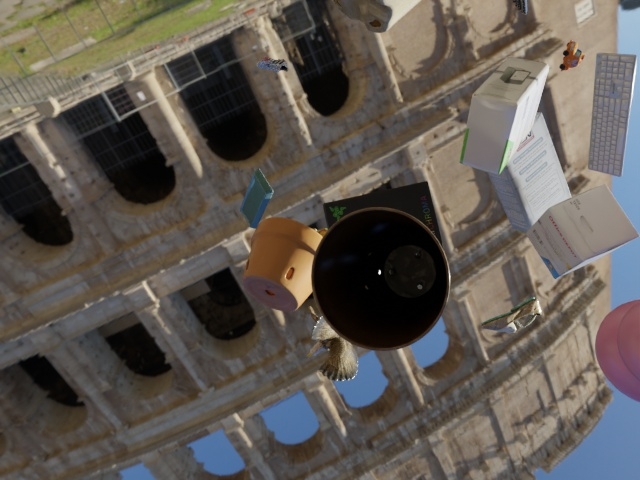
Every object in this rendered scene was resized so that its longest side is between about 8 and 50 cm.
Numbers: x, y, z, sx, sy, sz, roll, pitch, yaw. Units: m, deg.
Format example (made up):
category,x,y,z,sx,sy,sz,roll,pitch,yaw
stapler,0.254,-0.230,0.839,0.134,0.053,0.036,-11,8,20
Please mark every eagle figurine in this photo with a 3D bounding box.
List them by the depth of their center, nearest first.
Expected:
category,x,y,z,sx,sy,sz,roll,pitch,yaw
eagle figurine,0.044,0.364,1.700,0.225,0.226,0.298,-65,-173,-7

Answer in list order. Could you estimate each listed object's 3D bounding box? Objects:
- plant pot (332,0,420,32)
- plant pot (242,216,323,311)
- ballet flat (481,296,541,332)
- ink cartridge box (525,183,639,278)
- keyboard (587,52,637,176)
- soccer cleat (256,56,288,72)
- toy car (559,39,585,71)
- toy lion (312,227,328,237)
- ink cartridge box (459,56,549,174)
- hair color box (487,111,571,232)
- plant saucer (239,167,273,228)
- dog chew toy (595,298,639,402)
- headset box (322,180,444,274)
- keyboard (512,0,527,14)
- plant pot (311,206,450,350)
category,x,y,z,sx,sy,sz,roll,pitch,yaw
plant pot,0.148,-0.593,0.891,0.305,0.334,0.334,-48,-156,2
plant pot,-0.123,0.095,1.525,0.291,0.291,0.203,-4,-134,40
ballet flat,0.575,0.235,1.389,0.206,0.067,0.073,-23,168,-13
ink cartridge box,0.736,-0.019,1.338,0.168,0.171,0.233,-25,163,1
keyboard,0.579,-0.245,0.934,0.014,0.256,0.072,-30,-143,-15
soccer cleat,-0.116,-0.429,1.148,0.083,0.036,0.029,-12,155,-34
toy car,0.535,-0.394,0.976,0.040,0.060,0.122,21,-136,25
toy lion,0.000,0.000,1.767,0.096,0.034,0.100,23,-85,46
ink cartridge box,0.482,-0.332,1.226,0.114,0.198,0.273,23,-132,26
hair color box,0.675,-0.216,1.537,0.185,0.374,0.113,-39,-151,-6
plant saucer,-0.154,-0.091,1.091,0.018,0.067,0.192,-26,167,-27
dog chew toy,0.624,0.188,0.825,0.206,0.332,0.207,-6,-110,15
headset box,0.152,0.007,1.181,0.283,0.246,0.131,-11,171,5
keyboard,0.449,-0.683,1.145,0.033,0.201,0.317,-26,174,25
plant pot,0.128,0.058,0.804,0.215,0.215,0.230,-15,174,22
